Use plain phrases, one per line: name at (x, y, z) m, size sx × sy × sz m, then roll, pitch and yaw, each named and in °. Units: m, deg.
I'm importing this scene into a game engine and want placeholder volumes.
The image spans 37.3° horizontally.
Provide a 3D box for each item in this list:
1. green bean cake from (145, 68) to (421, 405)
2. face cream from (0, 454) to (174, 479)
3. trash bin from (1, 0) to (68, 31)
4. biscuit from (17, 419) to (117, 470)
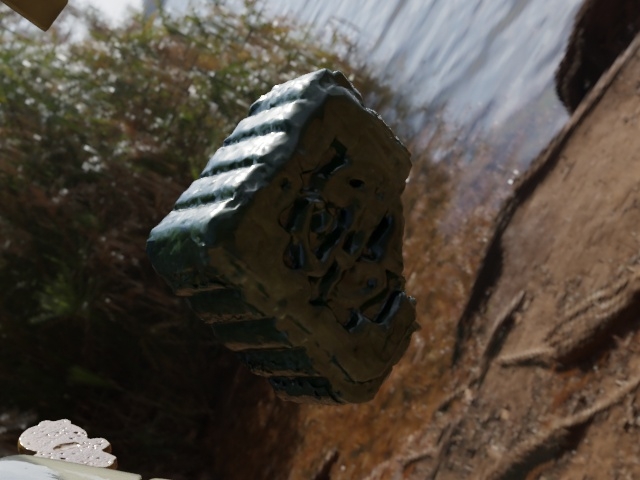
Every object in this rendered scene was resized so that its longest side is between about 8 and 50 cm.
green bean cake at (0.000, 0.000, 1.102) m, size 0.169 × 0.300 × 0.308 m, roll -7°, pitch 42°, yaw 51°
face cream at (-0.024, 0.187, 0.527) m, size 0.173 × 0.348 × 0.081 m, roll 128°, pitch 154°, yaw -77°
trash bin at (-0.371, -0.315, 1.207) m, size 0.043 × 0.092 × 0.061 m, roll 35°, pitch 89°, yaw 33°
biscuit at (-0.473, 0.392, 1.744) m, size 0.225 × 0.166 × 0.036 m, roll 20°, pitch 112°, yaw 42°
